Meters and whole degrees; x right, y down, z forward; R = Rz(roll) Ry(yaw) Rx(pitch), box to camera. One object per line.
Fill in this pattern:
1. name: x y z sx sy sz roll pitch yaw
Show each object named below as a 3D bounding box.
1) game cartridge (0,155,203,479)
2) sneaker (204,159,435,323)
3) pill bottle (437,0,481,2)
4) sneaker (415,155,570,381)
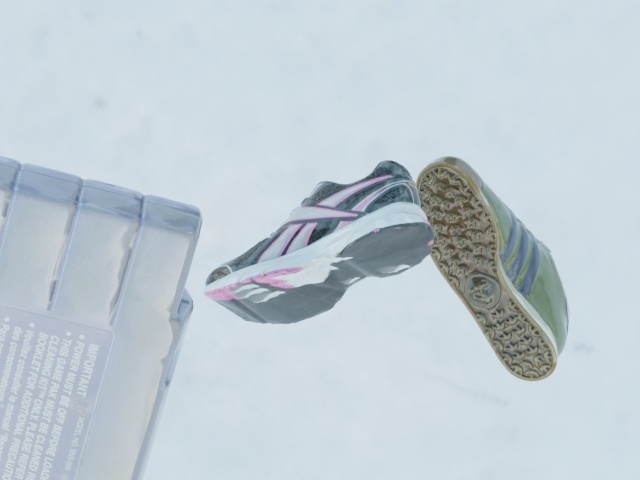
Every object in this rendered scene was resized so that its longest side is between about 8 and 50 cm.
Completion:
1. game cartridge: -0.218 0.117 1.087 0.230 0.068 0.355 13 112 -13
2. sneaker: 0.000 0.000 1.276 0.178 0.072 0.077 -20 52 21
3. pill bottle: 0.121 -0.312 1.492 0.119 0.119 0.209 -10 80 11
4. sneaker: 0.141 0.012 1.412 0.064 0.086 0.192 -23 101 31
